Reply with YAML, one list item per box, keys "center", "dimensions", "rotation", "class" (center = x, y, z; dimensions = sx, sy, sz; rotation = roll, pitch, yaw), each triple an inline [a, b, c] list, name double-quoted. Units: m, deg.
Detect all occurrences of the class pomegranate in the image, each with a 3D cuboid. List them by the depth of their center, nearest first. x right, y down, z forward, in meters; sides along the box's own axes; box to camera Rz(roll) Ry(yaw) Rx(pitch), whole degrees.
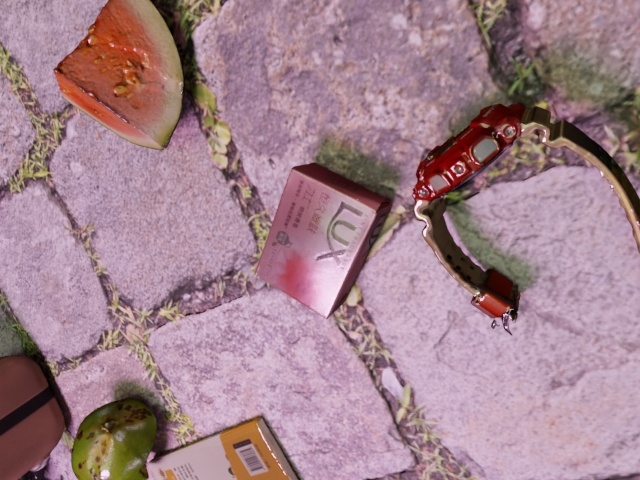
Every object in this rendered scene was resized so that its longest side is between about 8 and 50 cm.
- center: [-0.346, 0.354, 0.765]
  dimensions: [0.143, 0.122, 0.169]
  rotation: [41, 123, 24]
  class: "pomegranate"

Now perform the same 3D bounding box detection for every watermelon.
- center: [-0.239, -0.216, 0.566]
  dimensions: [0.192, 0.137, 0.145]
  rotation: [26, 80, 18]
  class: "watermelon"

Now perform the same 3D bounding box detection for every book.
- center: [-0.144, 0.414, 0.742]
  dimensions: [0.295, 0.020, 0.208]
  rotation: [-31, 89, 31]
  class: "book"

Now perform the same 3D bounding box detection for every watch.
- center: [0.199, 0.006, 0.416]
  dimensions: [0.164, 0.102, 0.268]
  rotation: [-27, 101, 37]
  class: "watch"

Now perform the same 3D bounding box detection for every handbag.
- center: [-0.616, 0.383, 0.817]
  dimensions: [0.149, 0.302, 0.283]
  rotation: [-17, 102, 30]
  class: "handbag"

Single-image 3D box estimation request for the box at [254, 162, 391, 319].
- center: [0.000, 0.000, 0.525]
  dimensions: [0.111, 0.060, 0.156]
  rotation: [28, 117, 15]
  class: "box"
